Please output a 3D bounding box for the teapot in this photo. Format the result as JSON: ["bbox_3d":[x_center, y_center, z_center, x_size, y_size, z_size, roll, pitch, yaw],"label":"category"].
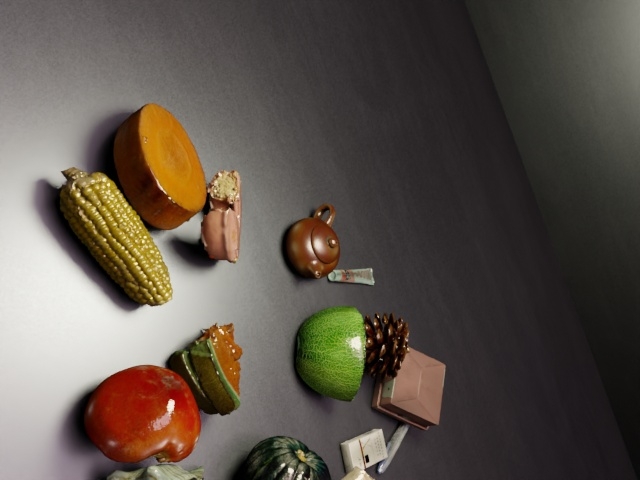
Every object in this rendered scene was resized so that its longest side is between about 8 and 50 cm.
[{"bbox_3d":[0.000,0.000,1.747,0.178,0.135,0.251,39,54,-37],"label":"teapot"}]

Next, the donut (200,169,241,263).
[{"bbox_3d":[-0.237,-0.047,1.492,0.232,0.085,0.199,-93,-176,-52],"label":"donut"}]

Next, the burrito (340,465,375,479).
[{"bbox_3d":[0.029,0.693,1.506,0.299,0.105,0.143,-31,94,-35],"label":"burrito"}]

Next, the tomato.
[{"bbox_3d":[-0.337,0.332,1.232,0.233,0.139,0.200,13,29,-47],"label":"tomato"}]

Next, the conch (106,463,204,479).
[{"bbox_3d":[-0.352,0.515,1.202,0.170,0.203,0.386,38,22,-1],"label":"conch"}]

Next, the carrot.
[{"bbox_3d":[-0.356,-0.177,1.409,0.258,0.100,0.307,46,30,-49],"label":"carrot"}]

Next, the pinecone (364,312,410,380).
[{"bbox_3d":[0.167,0.301,1.797,0.208,0.208,0.207,17,66,-43],"label":"pinecone"}]

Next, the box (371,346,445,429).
[{"bbox_3d":[0.280,0.449,1.905,0.215,0.086,0.215,30,56,-23],"label":"box"}]

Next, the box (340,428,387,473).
[{"bbox_3d":[0.125,0.601,1.759,0.154,0.040,0.083,-4,82,-48],"label":"box"}]

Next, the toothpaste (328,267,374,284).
[{"bbox_3d":[0.101,0.110,1.893,0.205,0.036,0.056,5,73,-50],"label":"toothpaste"}]

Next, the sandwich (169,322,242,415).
[{"bbox_3d":[-0.245,0.298,1.429,0.184,0.109,0.160,65,23,-7],"label":"sandwich"}]

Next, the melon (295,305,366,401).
[{"bbox_3d":[0.026,0.289,1.648,0.170,0.129,0.264,6,69,-11],"label":"melon"}]

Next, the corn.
[{"bbox_3d":[-0.432,-0.006,1.304,0.130,0.130,0.346,-48,116,-43],"label":"corn"}]

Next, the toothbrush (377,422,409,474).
[{"bbox_3d":[0.273,0.564,1.929,0.035,0.042,0.413,58,47,-17],"label":"toothbrush"}]

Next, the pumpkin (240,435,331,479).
[{"bbox_3d":[-0.078,0.561,1.435,0.221,0.220,0.161,22,101,-41],"label":"pumpkin"}]
